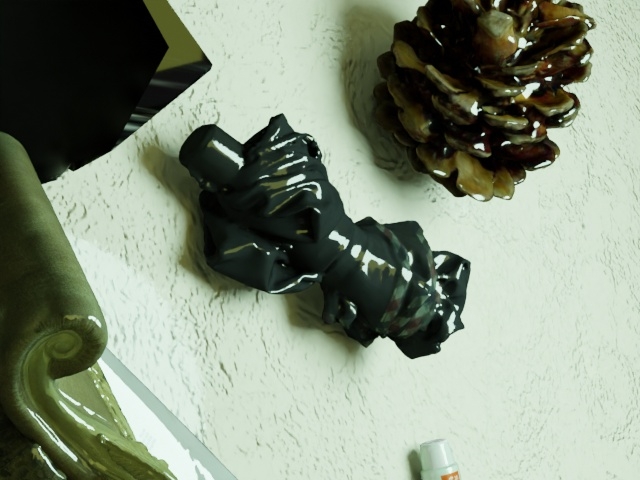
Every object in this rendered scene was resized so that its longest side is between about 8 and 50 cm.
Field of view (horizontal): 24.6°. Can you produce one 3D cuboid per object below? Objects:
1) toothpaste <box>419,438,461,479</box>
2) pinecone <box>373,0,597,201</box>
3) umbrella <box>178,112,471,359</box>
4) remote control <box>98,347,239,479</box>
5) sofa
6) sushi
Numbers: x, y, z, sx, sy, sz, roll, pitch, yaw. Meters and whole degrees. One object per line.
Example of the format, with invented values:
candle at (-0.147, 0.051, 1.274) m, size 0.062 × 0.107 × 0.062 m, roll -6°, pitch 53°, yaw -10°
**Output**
toothpaste at (0.119, 0.276, 1.237) m, size 0.052 × 0.033 × 0.218 m, roll -12°, pitch 90°, yaw -46°
pinecone at (0.149, -0.142, 1.292) m, size 0.184 × 0.204 × 0.179 m, roll 49°, pitch 39°, yaw -2°
umbrella at (0.000, 0.001, 1.150) m, size 0.272 × 0.122 × 0.110 m, roll 36°, pitch 8°, yaw -30°
remote control at (-0.110, 0.177, 1.007) m, size 0.250 × 0.034 × 0.103 m, roll 49°, pitch 45°, yaw -26°
sofa at (-0.220, 0.077, 0.688) m, size 0.182 × 0.258 × 0.200 m, roll 58°, pitch -3°, yaw -40°
sushi at (-0.228, -0.126, 0.851) m, size 0.227 × 0.212 × 0.215 m, roll -37°, pitch 107°, yaw -5°
